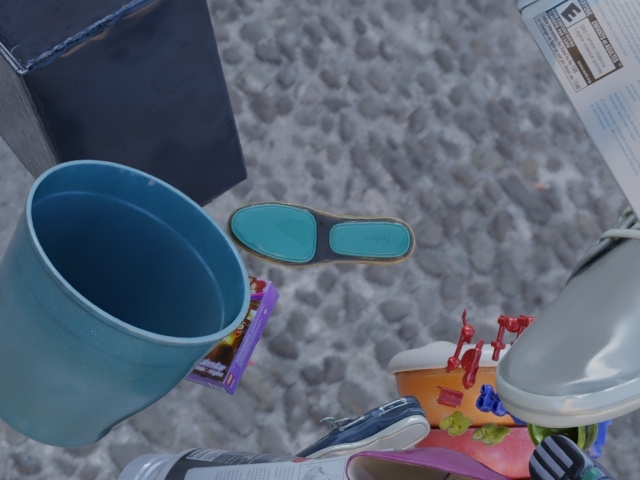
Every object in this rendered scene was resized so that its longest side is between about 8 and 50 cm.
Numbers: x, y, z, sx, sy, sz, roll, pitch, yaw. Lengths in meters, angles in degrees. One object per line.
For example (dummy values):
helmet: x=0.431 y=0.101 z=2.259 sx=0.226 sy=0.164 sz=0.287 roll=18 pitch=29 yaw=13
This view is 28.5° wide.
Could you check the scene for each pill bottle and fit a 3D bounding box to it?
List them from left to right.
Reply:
pill bottle: x=-0.143 y=0.436 z=1.982 sx=0.210 sy=0.363 sz=0.210 roll=4 pitch=85 yaw=-54

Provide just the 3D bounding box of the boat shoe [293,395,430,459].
boat shoe: x=0.061 y=0.341 z=2.171 sx=0.095 sy=0.254 sz=0.079 roll=60 pitch=4 yaw=-45

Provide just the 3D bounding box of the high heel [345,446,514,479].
high heel: x=0.083 y=0.141 z=0.560 sx=0.117 sy=0.244 sz=0.082 roll=21 pitch=93 yaw=-8

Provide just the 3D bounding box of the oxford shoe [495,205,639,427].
oxford shoe: x=0.310 y=0.008 z=1.108 sx=0.449 sy=0.169 sz=0.130 roll=-34 pitch=122 yaw=-28

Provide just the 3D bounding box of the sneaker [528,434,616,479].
sneaker: x=0.315 y=0.292 z=1.311 sx=0.098 sy=0.083 sz=0.224 roll=23 pitch=24 yaw=-47

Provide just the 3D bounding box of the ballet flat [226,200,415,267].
ballet flat: x=0.000 y=0.000 z=1.557 sx=0.232 sy=0.073 sz=0.080 roll=8 pitch=84 yaw=-1

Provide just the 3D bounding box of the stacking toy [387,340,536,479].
stacking toy: x=0.306 y=0.435 z=2.383 sx=0.350 sy=0.350 sz=0.480 roll=5 pitch=78 yaw=-32

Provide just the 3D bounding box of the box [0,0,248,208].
box: x=-0.385 y=-0.303 z=1.938 sx=0.297 sy=0.480 sz=0.472 roll=-33 pitch=59 yaw=-15

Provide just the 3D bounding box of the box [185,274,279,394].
box: x=-0.243 y=0.133 z=2.202 sx=0.293 sy=0.057 sz=0.201 roll=14 pitch=65 yaw=24

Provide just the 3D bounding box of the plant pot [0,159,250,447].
plant pot: x=-0.259 y=0.094 z=1.442 sx=0.271 sy=0.255 sz=0.272 roll=26 pitch=32 yaw=-18

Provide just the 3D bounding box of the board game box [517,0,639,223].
board game box: x=0.312 y=-0.137 z=0.798 sx=0.224 sy=0.303 sz=0.097 roll=58 pitch=21 yaw=-13

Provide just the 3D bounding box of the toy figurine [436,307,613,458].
toy figurine: x=0.352 y=0.223 z=1.808 sx=0.217 sy=0.362 sz=0.191 roll=17 pitch=83 yaw=-24

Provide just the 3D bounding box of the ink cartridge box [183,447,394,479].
ink cartridge box: x=-0.047 y=0.362 z=1.391 sx=0.296 sy=0.261 sz=0.066 roll=-78 pitch=158 yaw=-56
